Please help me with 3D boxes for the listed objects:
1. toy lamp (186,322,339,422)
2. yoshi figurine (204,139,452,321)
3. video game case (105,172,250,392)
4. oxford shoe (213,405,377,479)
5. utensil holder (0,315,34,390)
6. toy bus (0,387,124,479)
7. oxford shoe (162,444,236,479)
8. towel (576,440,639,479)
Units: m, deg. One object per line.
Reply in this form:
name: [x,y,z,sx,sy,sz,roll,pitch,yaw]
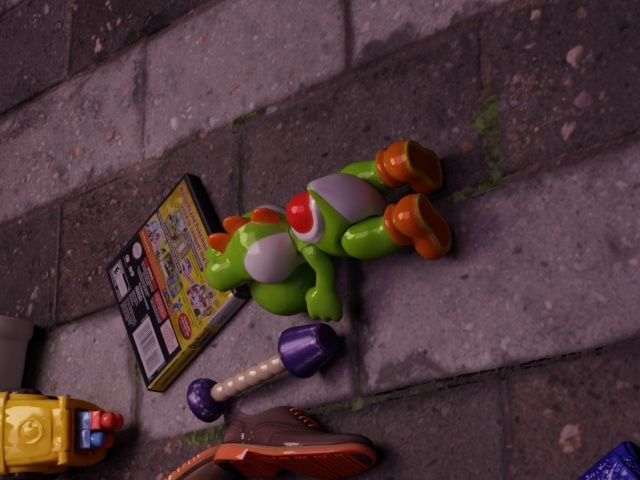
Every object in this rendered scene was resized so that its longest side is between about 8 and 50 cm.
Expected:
toy lamp: [-0.085,0.190,1.858,0.275,0.080,0.080,-29,58,36]
yoshi figurine: [0.014,0.004,1.786,0.362,0.203,0.203,-20,99,26]
video game case: [-0.241,0.068,2.088,0.248,0.035,0.275,-47,48,25]
oxford shoe: [-0.034,0.273,1.772,0.271,0.097,0.098,-6,56,36]
utensil holder: [-0.709,0.314,2.285,0.328,0.328,0.385,1,81,46]
toy bus: [-0.422,0.320,2.109,0.211,0.220,0.149,-6,77,10]
oxford shoe: [-0.221,0.467,1.865,0.133,0.130,0.363,36,88,29]
towel: [0.289,0.400,1.411,0.308,0.076,0.227,-49,47,24]
